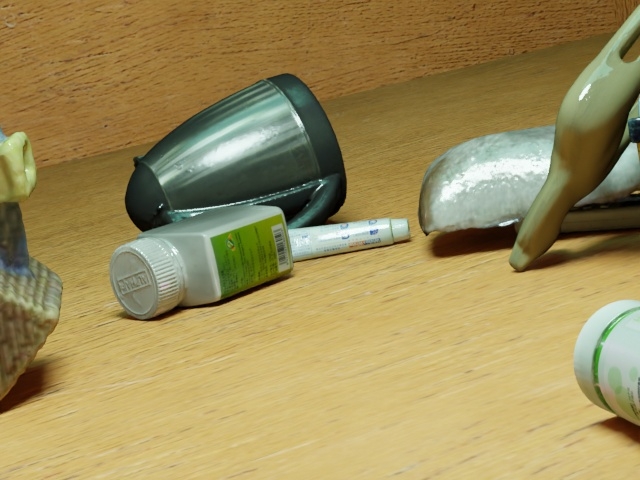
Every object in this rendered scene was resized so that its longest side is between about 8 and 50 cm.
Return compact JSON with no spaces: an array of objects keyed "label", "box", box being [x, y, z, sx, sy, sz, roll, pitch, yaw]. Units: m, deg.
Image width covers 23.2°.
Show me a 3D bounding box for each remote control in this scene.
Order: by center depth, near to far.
[{"label":"remote control","box":[0.318,-0.032,1.789,0.190,0.029,0.087,-4,12,31]}]

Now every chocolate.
[{"label":"chocolate","box":[0.257,-0.083,1.797,0.303,0.100,0.185,-9,7,8]}]

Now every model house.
[{"label":"model house","box":[-0.390,0.024,1.462,0.266,0.321,0.261,-9,17,-3]}]

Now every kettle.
[{"label":"kettle","box":[-0.120,-0.065,2.043,0.271,0.251,0.207,-21,-16,-19]}]

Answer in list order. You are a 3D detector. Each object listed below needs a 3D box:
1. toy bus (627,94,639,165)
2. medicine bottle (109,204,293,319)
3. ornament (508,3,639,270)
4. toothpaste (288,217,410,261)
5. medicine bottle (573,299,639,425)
[{"label":"toy bus","box":[0.434,-0.092,1.564,0.162,0.194,0.323,-5,15,29]},{"label":"medicine bottle","box":[-0.142,0.022,1.778,0.132,0.088,0.188,1,16,46]},{"label":"ornament","box":[0.274,-0.095,1.607,0.061,0.230,0.245,34,68,17]},{"label":"toothpaste","box":[0.000,0.000,1.891,0.218,0.052,0.033,-8,-27,3]},{"label":"medicine bottle","box":[0.252,0.095,1.054,0.086,0.086,0.183,-14,11,-17]}]
